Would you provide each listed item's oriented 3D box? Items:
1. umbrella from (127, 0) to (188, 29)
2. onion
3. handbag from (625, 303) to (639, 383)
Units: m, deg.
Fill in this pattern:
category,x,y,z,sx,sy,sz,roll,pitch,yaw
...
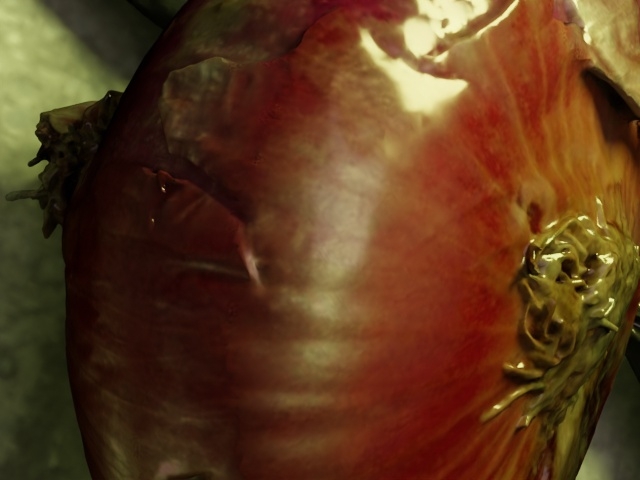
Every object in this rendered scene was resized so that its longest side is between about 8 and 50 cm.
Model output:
category,x,y,z,sx,sy,sz,roll,pitch,yaw
umbrella,-0.092,-0.152,0.843,0.235,0.059,0.066,39,84,-17
onion,0.000,0.000,0.778,0.347,0.285,0.347,-44,143,-46
handbag,0.265,-0.018,0.923,0.285,0.257,0.113,68,19,-3
